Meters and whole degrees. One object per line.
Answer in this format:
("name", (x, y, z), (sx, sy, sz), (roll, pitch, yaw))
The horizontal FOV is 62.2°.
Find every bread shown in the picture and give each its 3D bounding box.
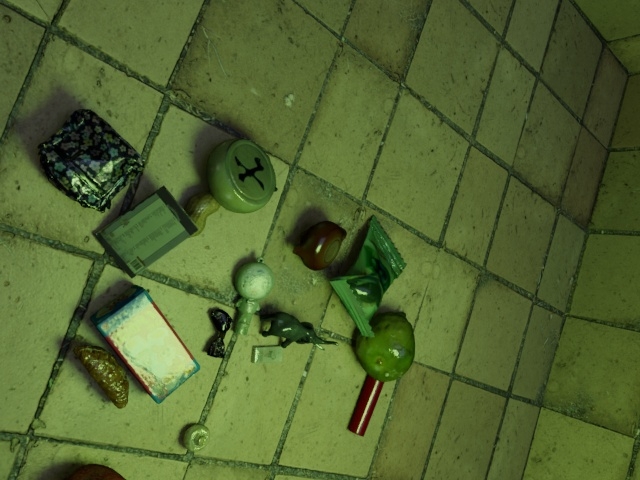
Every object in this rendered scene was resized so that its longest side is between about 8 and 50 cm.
("bread", (-0.574, 0.357, 1.433), (0.076, 0.105, 0.233), (-34, 119, -23))

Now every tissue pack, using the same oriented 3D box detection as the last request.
("tissue pack", (-0.177, 0.382, 1.776), (0.108, 0.023, 0.056), (5, 90, -37))

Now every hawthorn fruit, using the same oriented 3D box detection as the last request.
("hawthorn fruit", (-0.576, 0.715, 1.405), (0.262, 0.211, 0.210), (43, 69, -39))

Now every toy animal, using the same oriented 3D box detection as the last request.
("toy animal", (-0.084, 0.310, 1.764), (0.270, 0.137, 0.082), (28, 58, -26))

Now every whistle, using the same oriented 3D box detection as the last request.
("whistle", (-0.224, 0.176, 1.701), (0.126, 0.067, 0.257), (15, 89, -23))

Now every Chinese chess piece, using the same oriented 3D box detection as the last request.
("Chinese chess piece", (-0.235, -0.196, 1.603), (0.238, 0.092, 0.237), (21, 62, -47))

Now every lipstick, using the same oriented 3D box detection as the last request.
("lipstick", (0.186, 0.604, 2.036), (0.073, 0.073, 0.279), (30, 78, -34))

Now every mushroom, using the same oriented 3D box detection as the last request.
("mushroom", (-0.377, 0.604, 1.622), (0.084, 0.067, 0.083), (2, 87, -41))

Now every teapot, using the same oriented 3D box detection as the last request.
("teapot", (0.000, 0.000, 1.821), (0.252, 0.135, 0.178), (-34, 149, -49))

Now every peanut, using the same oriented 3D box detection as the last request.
("peanut", (-0.363, -0.076, 1.565), (0.089, 0.089, 0.192), (48, 67, -29))

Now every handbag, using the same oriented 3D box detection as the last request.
("handbag", (-0.588, -0.199, 1.359), (0.207, 0.127, 0.228), (-49, 120, -15))

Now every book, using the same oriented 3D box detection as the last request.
("book", (-0.478, -0.024, 1.469), (0.231, 0.026, 0.157), (-37, 108, -6))

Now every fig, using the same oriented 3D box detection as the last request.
("fig", (0.240, 0.371, 2.006), (0.233, 0.314, 0.233), (-1, 119, -3))

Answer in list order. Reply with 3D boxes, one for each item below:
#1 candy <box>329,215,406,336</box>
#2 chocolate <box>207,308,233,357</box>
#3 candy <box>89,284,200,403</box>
("candy", (0.186, 0.121, 1.942), (0.398, 0.172, 0.262), (-52, 126, -36))
("chocolate", (-0.311, 0.290, 1.647), (0.072, 0.070, 0.147), (8, 94, -41))
("candy", (-0.489, 0.291, 1.495), (0.157, 0.100, 0.305), (-40, 117, -26))
